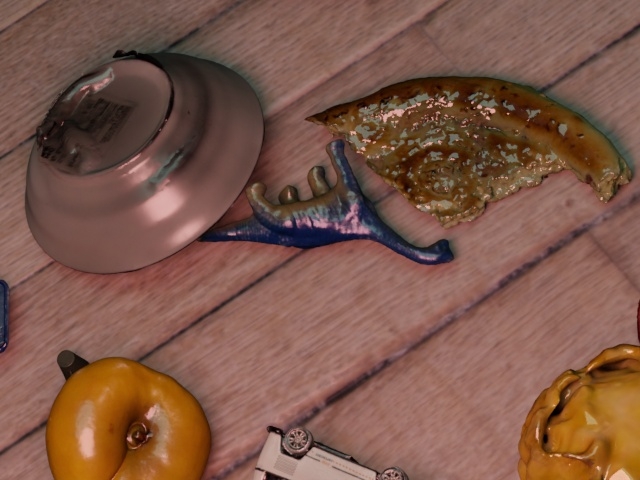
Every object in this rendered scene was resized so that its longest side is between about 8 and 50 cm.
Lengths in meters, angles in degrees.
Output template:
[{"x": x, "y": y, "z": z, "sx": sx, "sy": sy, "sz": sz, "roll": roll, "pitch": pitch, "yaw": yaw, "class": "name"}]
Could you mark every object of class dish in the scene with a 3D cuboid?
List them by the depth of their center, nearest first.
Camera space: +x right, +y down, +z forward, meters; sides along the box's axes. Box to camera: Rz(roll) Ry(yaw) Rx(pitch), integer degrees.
[{"x": -0.224, "y": -0.116, "z": 2.015, "sx": 0.316, "sy": 0.106, "sz": 0.316, "roll": -14, "pitch": 52, "yaw": 18, "class": "dish"}]

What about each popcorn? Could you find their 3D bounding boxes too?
[{"x": 0.305, "y": 0.223, "z": 1.681, "sx": 0.250, "sy": 0.190, "sz": 0.250, "roll": -10, "pitch": 61, "yaw": 17, "class": "popcorn"}]

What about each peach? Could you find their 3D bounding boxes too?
[{"x": -0.204, "y": 0.211, "z": 1.841, "sx": 0.179, "sy": 0.103, "sz": 0.179, "roll": 5, "pitch": 77, "yaw": -21, "class": "peach"}]

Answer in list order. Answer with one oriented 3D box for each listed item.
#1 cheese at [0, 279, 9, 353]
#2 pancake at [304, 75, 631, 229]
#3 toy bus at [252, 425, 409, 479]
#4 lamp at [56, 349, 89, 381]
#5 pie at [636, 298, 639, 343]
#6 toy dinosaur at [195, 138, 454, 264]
[{"x": -0.508, "y": 0.110, "z": 2.011, "sx": 0.320, "sy": 0.083, "sz": 0.204, "roll": -11, "pitch": 60, "yaw": 10, "class": "cheese"}, {"x": 0.160, "y": -0.105, "z": 1.972, "sx": 0.376, "sy": 0.054, "sz": 0.197, "roll": 5, "pitch": 64, "yaw": 18, "class": "pancake"}, {"x": 0.024, "y": 0.259, "z": 1.794, "sx": 0.194, "sy": 0.087, "sz": 0.089, "roll": 20, "pitch": 76, "yaw": 23, "class": "toy bus"}, {"x": -0.265, "y": 0.171, "z": 1.932, "sx": 0.041, "sy": 0.054, "sz": 0.121, "roll": -22, "pitch": 59, "yaw": 2, "class": "lamp"}, {"x": 0.395, "y": 0.082, "z": 1.800, "sx": 0.154, "sy": 0.036, "sz": 0.154, "roll": -10, "pitch": 70, "yaw": 28, "class": "pie"}, {"x": 0.000, "y": 0.000, "z": 1.949, "sx": 0.247, "sy": 0.075, "sz": 0.188, "roll": -25, "pitch": 62, "yaw": -5, "class": "toy dinosaur"}]
